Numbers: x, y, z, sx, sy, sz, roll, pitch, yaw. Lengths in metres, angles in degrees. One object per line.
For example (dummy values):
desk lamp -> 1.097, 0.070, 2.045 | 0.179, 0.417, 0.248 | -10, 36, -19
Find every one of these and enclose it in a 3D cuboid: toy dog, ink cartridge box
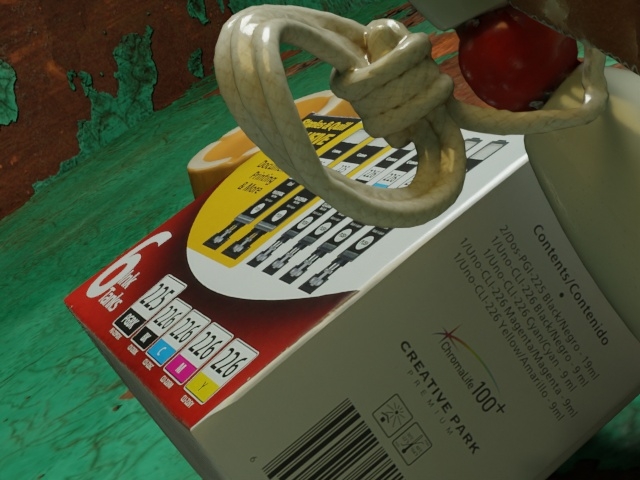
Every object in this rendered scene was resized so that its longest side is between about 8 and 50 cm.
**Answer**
toy dog -> 0.144, -0.045, 0.437 | 0.161, 0.334, 0.220 | -34, 24, 36
ink cartridge box -> 0.030, 0.022, 0.669 | 0.272, 0.130, 0.309 | -38, 19, -13

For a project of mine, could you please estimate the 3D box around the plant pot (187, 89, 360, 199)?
plant pot -> 0.000, 0.000, 0.920 | 0.205, 0.188, 0.205 | -23, 16, 7
